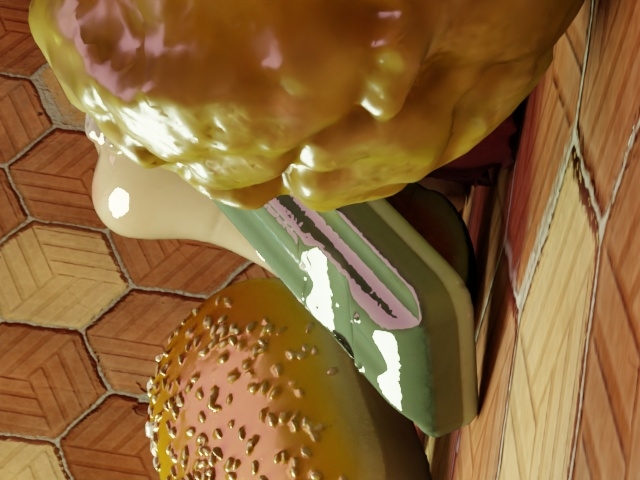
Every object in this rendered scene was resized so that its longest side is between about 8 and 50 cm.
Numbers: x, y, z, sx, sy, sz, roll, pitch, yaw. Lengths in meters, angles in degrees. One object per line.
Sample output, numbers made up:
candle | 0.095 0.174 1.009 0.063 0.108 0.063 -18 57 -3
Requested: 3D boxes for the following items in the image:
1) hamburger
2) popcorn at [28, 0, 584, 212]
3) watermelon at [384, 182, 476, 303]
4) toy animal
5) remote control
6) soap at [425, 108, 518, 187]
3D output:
hamburger | -0.030 0.171 1.501 0.227 0.151 0.295 -52 40 36
popcorn | -0.007 -0.217 1.075 0.354 0.344 0.390 -30 -82 -79
watermelon | 0.081 0.022 1.413 0.069 0.087 0.163 -34 50 45
toy animal | -0.039 -0.085 1.639 0.269 0.326 0.237 57 134 41
remote control | 0.000 0.000 1.357 0.335 0.065 0.128 47 150 46
soap | 0.080 -0.157 1.423 0.325 0.127 0.220 -81 3 -64
